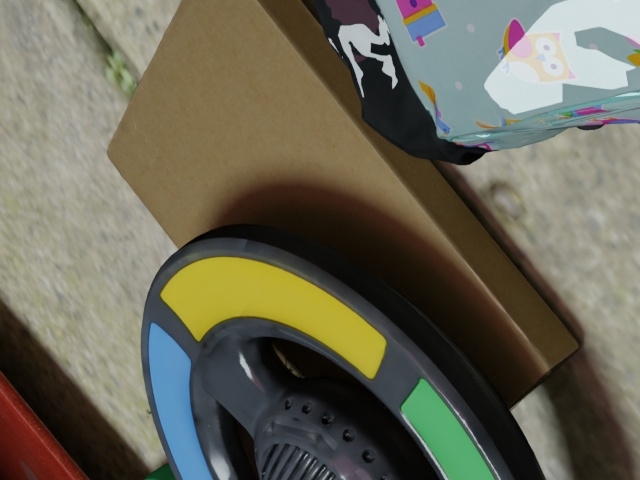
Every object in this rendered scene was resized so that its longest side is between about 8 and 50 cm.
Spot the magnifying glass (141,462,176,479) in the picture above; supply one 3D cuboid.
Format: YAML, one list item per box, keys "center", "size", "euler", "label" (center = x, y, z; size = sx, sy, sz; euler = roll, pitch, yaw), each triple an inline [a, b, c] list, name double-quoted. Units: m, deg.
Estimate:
- center: [-0.034, 0.130, 0.940]
  size: [0.092, 0.026, 0.231]
  euler: [55, 150, 6]
  label: "magnifying glass"

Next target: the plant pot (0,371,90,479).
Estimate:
- center: [-0.247, 0.216, 1.092]
  size: [0.267, 0.267, 0.236]
  euler: [47, 163, 19]
  label: "plant pot"

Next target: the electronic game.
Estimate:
- center: [0.010, 0.097, 0.785]
  size: [0.229, 0.048, 0.229]
  euler: [32, 140, 32]
  label: "electronic game"

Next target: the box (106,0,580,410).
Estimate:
- center: [0.000, 0.000, 0.783]
  size: [0.201, 0.021, 0.164]
  euler: [52, 148, 10]
  label: "box"

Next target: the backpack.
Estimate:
- center: [0.080, -0.090, 0.499]
  size: [0.182, 0.115, 0.152]
  euler: [-8, 109, 43]
  label: "backpack"
